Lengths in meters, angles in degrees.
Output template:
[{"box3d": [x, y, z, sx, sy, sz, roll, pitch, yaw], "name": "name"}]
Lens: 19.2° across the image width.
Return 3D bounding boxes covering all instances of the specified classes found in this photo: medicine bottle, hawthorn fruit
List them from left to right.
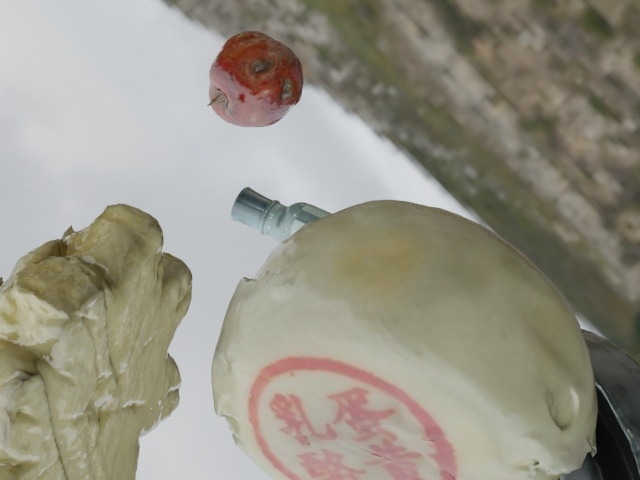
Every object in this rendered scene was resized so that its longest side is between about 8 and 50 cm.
[{"box3d": [-0.062, -0.140, 1.668, 0.093, 0.093, 0.093, 45, -174, -6], "name": "hawthorn fruit"}, {"box3d": [0.000, 0.000, 2.083, 0.208, 0.053, 0.090, 25, 157, 18], "name": "medicine bottle"}]

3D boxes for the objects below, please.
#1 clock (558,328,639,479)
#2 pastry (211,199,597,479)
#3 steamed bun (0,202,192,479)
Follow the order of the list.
[{"box3d": [0.167, 0.198, 1.372, 0.055, 0.280, 0.280, -5, -142, -32], "name": "clock"}, {"box3d": [0.055, 0.096, 1.256, 0.265, 0.265, 0.133, 44, -133, -20], "name": "pastry"}, {"box3d": [-0.208, 0.106, 1.428, 0.137, 0.295, 0.292, 16, -167, 21], "name": "steamed bun"}]
